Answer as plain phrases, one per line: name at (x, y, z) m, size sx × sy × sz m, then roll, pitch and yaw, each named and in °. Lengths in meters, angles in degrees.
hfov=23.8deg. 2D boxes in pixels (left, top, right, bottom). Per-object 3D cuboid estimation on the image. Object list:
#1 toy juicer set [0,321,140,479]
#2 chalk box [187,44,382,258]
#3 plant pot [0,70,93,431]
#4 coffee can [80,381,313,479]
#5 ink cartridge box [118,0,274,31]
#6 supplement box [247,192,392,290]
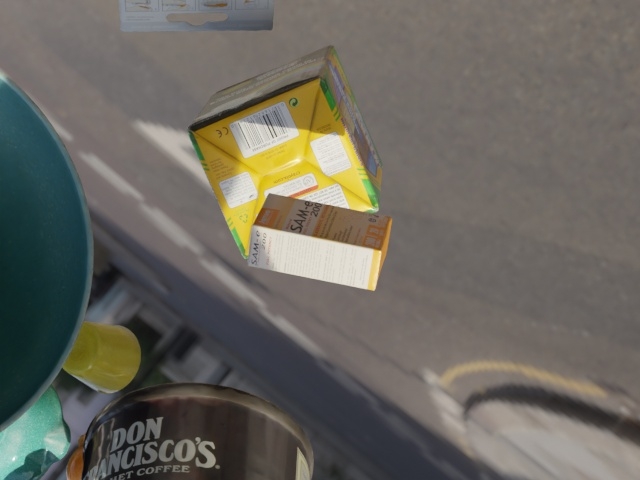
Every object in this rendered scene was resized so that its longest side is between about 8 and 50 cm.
toy juicer set at (-0.313, 0.223, 1.509) m, size 0.089 × 0.329 × 0.209 m, roll 32°, pitch -140°, yaw -61°
chalk box at (-0.025, -0.089, 1.396) m, size 0.213 × 0.132 × 0.132 m, roll -73°, pitch -39°, yaw -73°
plant pot at (-0.323, 0.019, 1.023) m, size 0.290 × 0.290 × 0.195 m, roll 41°, pitch 152°, yaw -14°
coffee can at (-0.110, 0.284, 1.231) m, size 0.201 × 0.201 × 0.275 m, roll 45°, pitch -149°, yaw -34°
ink cartridge box at (-0.108, -0.255, 1.331) m, size 0.145 × 0.045 × 0.179 m, roll -1°, pitch 150°, yaw -5°
supplement box at (0.000, 0.000, 1.140) m, size 0.098 × 0.036 × 0.062 m, roll 11°, pitch -153°, yaw 5°
